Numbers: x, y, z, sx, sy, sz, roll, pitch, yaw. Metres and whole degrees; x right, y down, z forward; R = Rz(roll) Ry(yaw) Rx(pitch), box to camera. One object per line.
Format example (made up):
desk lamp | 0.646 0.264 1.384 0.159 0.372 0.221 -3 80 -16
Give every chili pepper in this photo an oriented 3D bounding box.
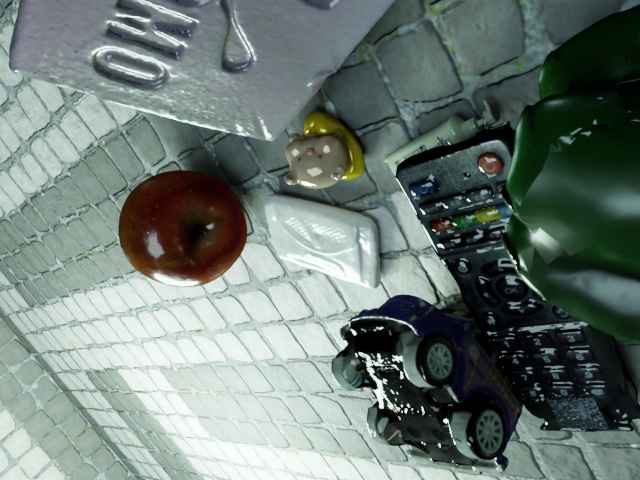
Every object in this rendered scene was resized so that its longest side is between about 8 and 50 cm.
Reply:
chili pepper | 0.264 -0.032 0.402 0.257 0.233 0.248 13 122 21

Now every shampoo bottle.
shampoo bottle | 0.130 -0.100 0.616 0.141 0.034 0.048 -29 96 49

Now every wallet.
wallet | 0.000 0.000 0.815 0.183 0.032 0.124 16 135 28

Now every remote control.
remote control | 0.228 0.057 0.627 0.145 0.062 0.398 -14 118 37

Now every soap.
soap | -0.096 -0.234 0.513 0.296 0.286 0.107 -41 49 48

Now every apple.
apple | -0.204 -0.017 0.868 0.180 0.181 0.168 59 163 -16

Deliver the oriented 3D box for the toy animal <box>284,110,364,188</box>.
toy animal | -0.012 -0.101 0.698 0.114 0.082 0.091 2 123 40

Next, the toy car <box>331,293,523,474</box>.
toy car | 0.141 0.163 0.734 0.172 0.158 0.235 -18 108 51
